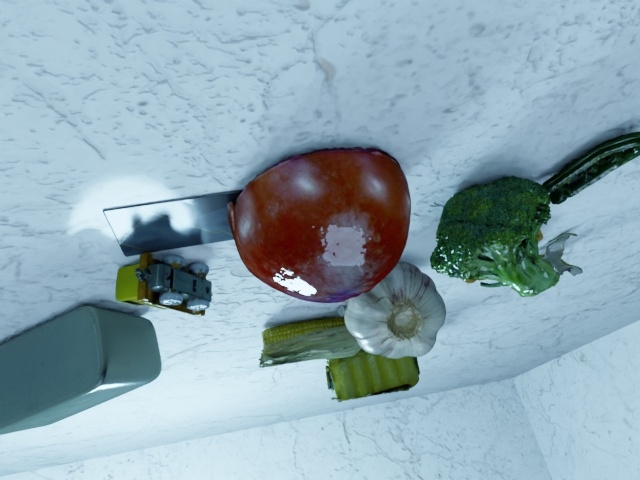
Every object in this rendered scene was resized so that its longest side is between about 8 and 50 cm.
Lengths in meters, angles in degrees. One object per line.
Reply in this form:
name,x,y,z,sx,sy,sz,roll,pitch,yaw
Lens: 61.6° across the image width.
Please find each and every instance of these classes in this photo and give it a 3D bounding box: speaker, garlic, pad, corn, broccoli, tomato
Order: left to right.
speaker,-0.555,0.285,1.163,0.406,0.183,0.184,-24,158,19
pad,-0.221,-0.027,0.901,0.243,0.004,0.163,-10,154,-11
corn,-0.030,0.287,1.495,0.306,0.123,0.122,-6,126,-17
tomato,-0.002,0.005,0.887,0.290,0.176,0.335,10,146,-38
garlic,0.169,0.166,1.331,0.245,0.244,0.253,-10,-169,-9
broccoli,0.336,0.000,1.014,0.262,0.241,0.269,-36,-178,1

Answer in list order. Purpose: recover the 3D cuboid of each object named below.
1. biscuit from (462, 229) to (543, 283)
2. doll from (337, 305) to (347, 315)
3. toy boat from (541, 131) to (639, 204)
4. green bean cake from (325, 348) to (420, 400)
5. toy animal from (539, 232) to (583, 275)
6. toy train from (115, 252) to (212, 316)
biscuit,0.451,0.038,1.350,0.184,0.035,0.248,-10,153,-12
doll,0.088,0.200,1.484,0.085,0.040,0.058,-9,142,-21
toy boat,0.514,-0.139,1.006,0.104,0.052,0.210,9,147,-35
green bean cake,0.162,0.427,1.829,0.310,0.202,0.285,-11,166,-5
toy animal,0.604,0.063,1.415,0.155,0.095,0.219,-17,154,-5
toy train,-0.288,0.088,1.007,0.127,0.089,0.219,-11,160,22
